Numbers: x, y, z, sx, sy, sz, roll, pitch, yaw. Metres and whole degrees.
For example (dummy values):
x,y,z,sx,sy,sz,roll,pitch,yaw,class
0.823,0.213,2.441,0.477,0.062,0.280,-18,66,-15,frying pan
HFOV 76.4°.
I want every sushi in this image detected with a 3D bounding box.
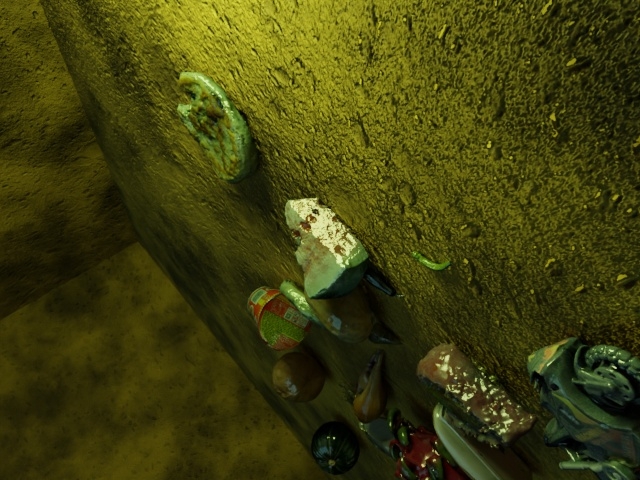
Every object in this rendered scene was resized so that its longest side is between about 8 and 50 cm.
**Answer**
x,y,z,sx,sy,sz,roll,pitch,yaw,class
0.276,0.280,0.773,0.161,0.107,0.241,49,169,4,sushi

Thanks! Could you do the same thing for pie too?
x,y,z,sx,sy,sz,roll,pitch,yaw,class
-0.015,0.191,1.149,0.240,0.054,0.240,36,177,2,pie
-0.268,-0.280,1.050,0.302,0.067,0.303,37,146,30,pie

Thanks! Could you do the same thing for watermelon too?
x,y,z,sx,sy,sz,roll,pitch,yaw,class
0.000,0.000,0.900,0.241,0.094,0.154,60,137,24,watermelon

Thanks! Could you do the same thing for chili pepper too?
x,y,z,sx,sy,sz,roll,pitch,yaw,class
0.199,0.038,0.732,0.083,0.017,0.030,24,139,45,chili pepper

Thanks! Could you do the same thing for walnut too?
x,y,z,sx,sy,sz,roll,pitch,yaw,class
-0.085,0.523,1.557,0.195,0.195,0.221,56,151,-4,walnut

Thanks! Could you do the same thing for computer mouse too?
x,y,z,sx,sy,sz,roll,pitch,yaw,class
0.341,0.445,0.874,0.245,0.126,0.056,44,129,15,computer mouse

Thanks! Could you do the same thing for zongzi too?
x,y,z,sx,sy,sz,roll,pitch,yaw,class
0.163,0.247,1.020,0.083,0.040,0.076,26,152,13,zongzi

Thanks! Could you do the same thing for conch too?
x,y,z,sx,sy,sz,roll,pitch,yaw,class
0.158,0.434,1.185,0.093,0.109,0.330,12,122,-2,conch

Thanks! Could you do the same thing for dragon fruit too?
x,y,z,sx,sy,sz,roll,pitch,yaw,class
0.277,0.586,1.049,0.272,0.198,0.218,17,159,29,dragon fruit

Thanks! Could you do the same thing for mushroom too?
x,y,z,sx,sy,sz,roll,pitch,yaw,class
0.274,0.641,1.227,0.351,0.097,0.109,23,141,41,mushroom

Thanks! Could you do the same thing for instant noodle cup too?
x,y,z,sx,sy,sz,roll,pitch,yaw,class
-0.155,0.242,1.368,0.212,0.193,0.193,13,133,62,instant noodle cup

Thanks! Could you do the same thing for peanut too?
x,y,z,sx,sy,sz,roll,pitch,yaw,class
0.041,0.148,0.994,0.224,0.129,0.129,44,151,22,peanut

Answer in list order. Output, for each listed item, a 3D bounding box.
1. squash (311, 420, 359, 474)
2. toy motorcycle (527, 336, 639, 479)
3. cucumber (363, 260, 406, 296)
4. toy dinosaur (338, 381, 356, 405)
x,y,z,sx,sy,sz,roll,pitch,yaw,class
0.063,0.881,1.731,0.218,0.218,0.172,59,-172,-10,squash
0.390,0.247,0.589,0.173,0.108,0.307,28,145,55,toy motorcycle
0.115,0.076,0.891,0.163,0.043,0.039,45,-171,19,cucumber
0.124,0.561,1.439,0.162,0.039,0.126,-8,125,54,toy dinosaur
